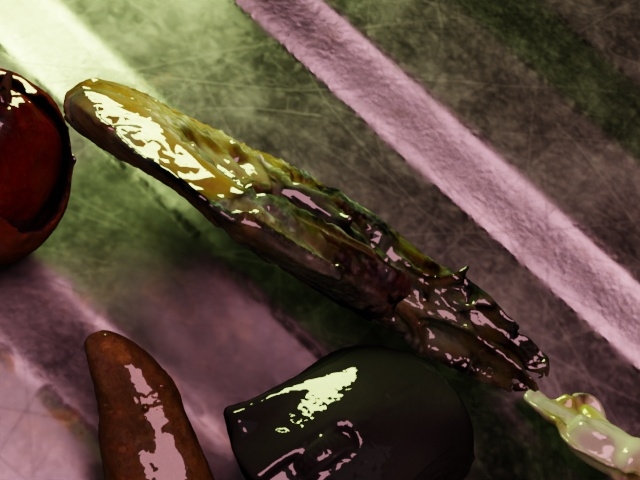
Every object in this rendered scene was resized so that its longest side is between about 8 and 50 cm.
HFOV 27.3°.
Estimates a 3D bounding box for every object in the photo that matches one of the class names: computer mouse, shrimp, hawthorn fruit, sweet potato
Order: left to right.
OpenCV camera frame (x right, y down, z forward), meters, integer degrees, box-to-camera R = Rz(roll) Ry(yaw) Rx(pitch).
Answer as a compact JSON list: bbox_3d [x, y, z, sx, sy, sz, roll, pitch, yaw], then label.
[{"bbox_3d":[-0.254,-0.065,0.995,0.148,0.172,0.148,20,35,-15],"label":"hawthorn fruit"},{"bbox_3d":[-0.099,0.199,0.937,0.097,0.097,0.292,-27,77,-29],"label":"sweet potato"},{"bbox_3d":[0.000,0.000,1.016,0.445,0.272,0.085,32,94,-10],"label":"shrimp"},{"bbox_3d":[0.036,0.140,0.984,0.147,0.088,0.264,47,41,13],"label":"computer mouse"}]

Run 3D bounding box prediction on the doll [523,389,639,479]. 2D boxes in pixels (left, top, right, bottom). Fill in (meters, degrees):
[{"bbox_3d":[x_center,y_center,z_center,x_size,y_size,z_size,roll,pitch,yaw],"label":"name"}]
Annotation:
[{"bbox_3d":[0.286,0.253,0.978,0.348,0.161,0.423,27,29,7],"label":"doll"}]
